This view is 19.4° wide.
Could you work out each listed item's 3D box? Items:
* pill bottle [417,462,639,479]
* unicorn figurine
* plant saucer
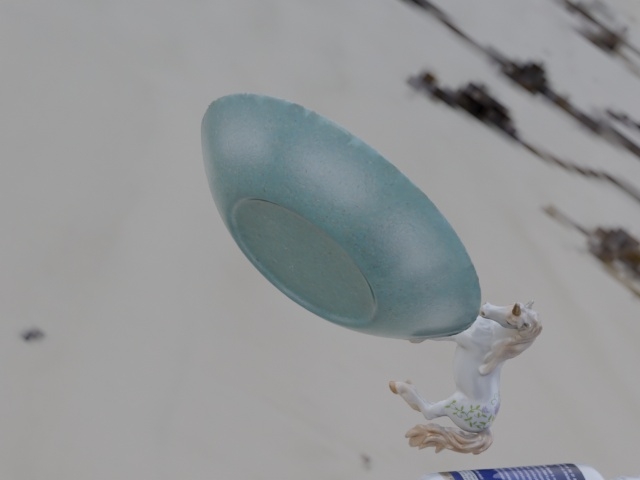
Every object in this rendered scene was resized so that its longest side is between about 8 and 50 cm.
[{"bbox_3d":[0.155,0.206,1.329,0.169,0.094,0.094,-3,26,-12],"label":"pill bottle"},{"bbox_3d":[0.108,0.085,1.362,0.111,0.162,0.060,15,36,28],"label":"unicorn figurine"},{"bbox_3d":[0.000,0.000,1.056,0.195,0.037,0.195,32,-24,16],"label":"plant saucer"}]
